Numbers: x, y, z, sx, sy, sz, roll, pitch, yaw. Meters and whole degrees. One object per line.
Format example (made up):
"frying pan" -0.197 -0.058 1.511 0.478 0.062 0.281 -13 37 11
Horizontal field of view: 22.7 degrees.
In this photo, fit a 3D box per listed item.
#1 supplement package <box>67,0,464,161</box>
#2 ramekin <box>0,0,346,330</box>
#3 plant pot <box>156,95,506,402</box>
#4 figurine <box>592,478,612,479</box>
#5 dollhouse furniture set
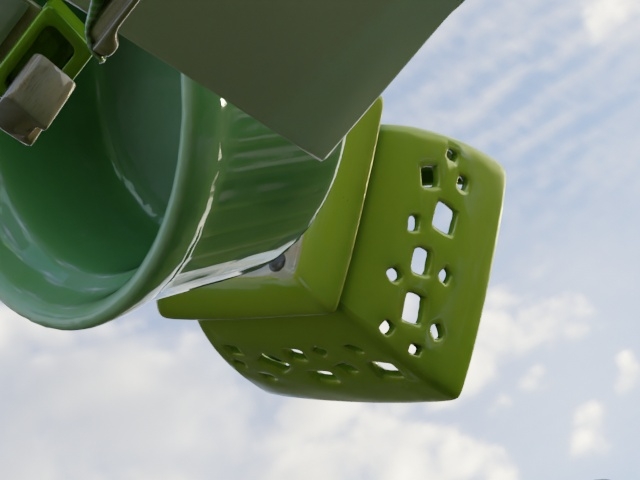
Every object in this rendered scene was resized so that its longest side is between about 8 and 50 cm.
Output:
"supplement package" -0.058 -0.202 0.636 0.199 0.198 0.263 -49 -39 9
"ramekin" -0.120 -0.103 1.015 0.148 0.303 0.303 -9 -34 -42
"plant pot" 0.000 0.000 1.376 0.227 0.228 0.207 -3 -26 40
"figurine" 0.235 0.209 1.074 0.215 0.092 0.209 -16 -41 -20
"dollhouse furniture set" -0.090 -0.071 0.473 0.058 0.076 0.151 36 -71 -15
